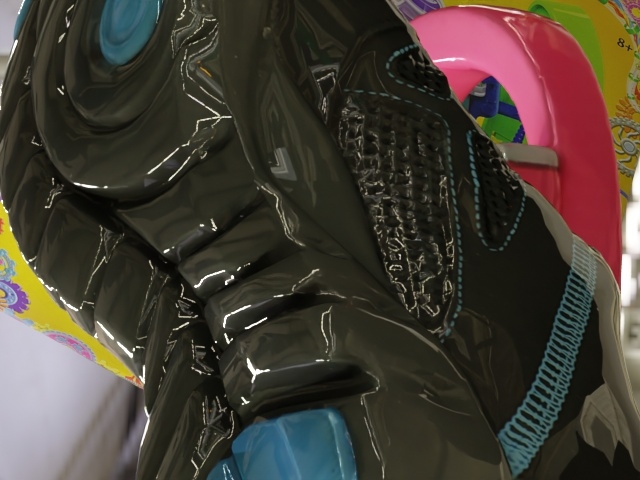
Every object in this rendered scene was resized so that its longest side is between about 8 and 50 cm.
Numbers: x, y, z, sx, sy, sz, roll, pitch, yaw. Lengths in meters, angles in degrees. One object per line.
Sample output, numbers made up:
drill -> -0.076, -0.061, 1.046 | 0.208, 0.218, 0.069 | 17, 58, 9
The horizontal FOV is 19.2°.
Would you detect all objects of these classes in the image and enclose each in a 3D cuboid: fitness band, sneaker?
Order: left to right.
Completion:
sneaker -> 0.000, 0.000, 0.542 | 0.139, 0.125, 0.341 | 15, -140, -34
fitness band -> 0.048, 0.049, 0.762 | 0.209, 0.054, 0.291 | 173, 102, -70

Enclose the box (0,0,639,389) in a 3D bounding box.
box -> -0.001, -0.053, 1.008 | 0.177, 0.290, 0.279 | -47, 18, 50
